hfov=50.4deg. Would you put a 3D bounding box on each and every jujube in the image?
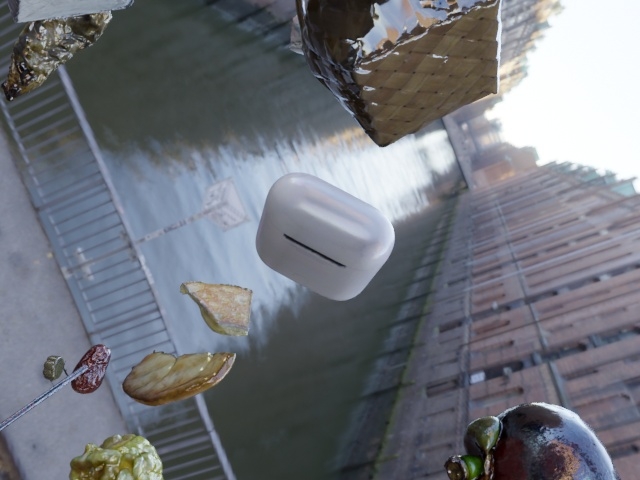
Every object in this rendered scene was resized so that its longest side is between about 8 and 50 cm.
[{"bbox_3d":[-0.551,0.309,1.638,0.077,0.129,0.077,30,8,-5],"label":"jujube"}]

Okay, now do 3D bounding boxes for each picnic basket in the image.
[{"bbox_3d":[0.100,-0.354,1.018,0.337,0.293,0.337,-25,90,-85],"label":"picnic basket"}]

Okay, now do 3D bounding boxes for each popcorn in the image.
[{"bbox_3d":[-0.479,0.560,1.578,0.259,0.212,0.259,17,90,-81],"label":"popcorn"}]

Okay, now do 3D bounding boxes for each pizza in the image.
[{"bbox_3d":[-0.276,0.184,1.795,0.204,0.080,0.188,14,31,-17],"label":"pizza"}]

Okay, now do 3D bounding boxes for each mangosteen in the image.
[{"bbox_3d":[0.276,0.325,0.884,0.216,0.216,0.216,-21,90,-75],"label":"mangosteen"}]

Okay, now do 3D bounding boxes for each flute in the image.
[{"bbox_3d":[-0.526,0.301,1.226,0.269,0.014,0.014,-38,109,-48],"label":"flute"}]

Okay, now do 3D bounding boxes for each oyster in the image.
[{"bbox_3d":[-0.575,-0.430,1.463,0.129,0.345,0.078,45,8,-8],"label":"oyster"}]

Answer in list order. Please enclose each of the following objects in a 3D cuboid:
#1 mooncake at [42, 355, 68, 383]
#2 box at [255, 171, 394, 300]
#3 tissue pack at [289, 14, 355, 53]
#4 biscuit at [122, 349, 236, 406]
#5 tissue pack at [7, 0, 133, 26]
[{"bbox_3d":[-0.637,0.313,1.655,0.057,0.347,0.150,22,55,-13],"label":"mooncake"},{"bbox_3d":[-0.001,0.001,1.517,0.141,0.289,0.349,-61,179,-27],"label":"box"},{"bbox_3d":[0.062,-0.527,1.767,0.271,0.202,0.124,22,-80,60],"label":"tissue pack"},{"bbox_3d":[-0.325,0.304,1.505,0.154,0.299,0.045,-53,124,-40],"label":"biscuit"},{"bbox_3d":[-0.425,-0.543,1.052,0.198,0.210,0.369,-7,-79,60],"label":"tissue pack"}]
